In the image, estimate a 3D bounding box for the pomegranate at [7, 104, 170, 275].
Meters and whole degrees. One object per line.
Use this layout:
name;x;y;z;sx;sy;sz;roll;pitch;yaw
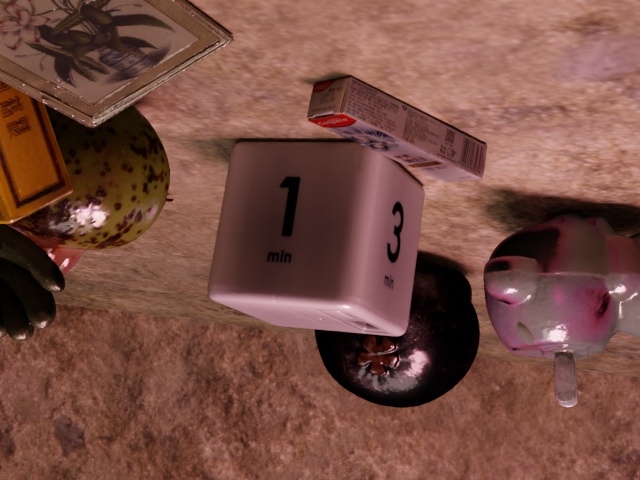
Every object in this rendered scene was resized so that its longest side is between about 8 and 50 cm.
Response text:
pomegranate;-0.283;-0.047;1.141;0.214;0.248;0.214;22;-171;-4

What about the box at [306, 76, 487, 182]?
box;0.083;-0.109;1.081;0.218;0.039;0.055;19;166;-40

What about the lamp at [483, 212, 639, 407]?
lamp;0.358;0.083;1.331;0.301;0.247;0.247;-3;168;14

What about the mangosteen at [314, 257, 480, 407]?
mangosteen;0.138;0.140;1.796;0.275;0.275;0.302;4;-160;19

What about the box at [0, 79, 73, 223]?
box;-0.390;-0.115;1.011;0.301;0.193;0.084;0;-155;36

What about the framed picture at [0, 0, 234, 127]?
framed picture;-0.202;-0.173;0.877;0.173;0.010;0.231;-27;154;21

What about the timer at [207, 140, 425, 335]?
timer;0.000;0.000;1.279;0.194;0.195;0.192;2;167;25

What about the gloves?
gloves;-0.373;0.027;1.066;0.268;0.107;0.135;11;155;19

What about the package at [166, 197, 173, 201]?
package;-0.301;-0.083;1.517;0.083;0.022;0.200;3;168;29
